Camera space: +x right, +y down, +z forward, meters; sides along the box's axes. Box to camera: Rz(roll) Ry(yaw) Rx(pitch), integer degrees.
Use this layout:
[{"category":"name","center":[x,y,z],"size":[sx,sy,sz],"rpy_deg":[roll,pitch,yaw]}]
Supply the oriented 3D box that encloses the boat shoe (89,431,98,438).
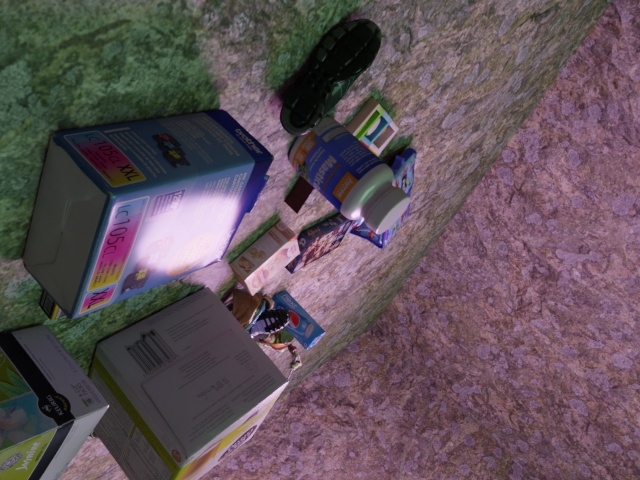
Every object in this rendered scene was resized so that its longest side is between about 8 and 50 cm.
[{"category":"boat shoe","center":[-0.557,0.481,1.629],"size":[0.183,0.066,0.066],"rpy_deg":[-41,127,-10]}]

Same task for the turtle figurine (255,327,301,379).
[{"category":"turtle figurine","center":[-0.174,0.426,2.239],"size":[0.274,0.197,0.266],"rpy_deg":[-43,160,-22]}]

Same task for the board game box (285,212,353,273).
[{"category":"board game box","center":[0.000,0.000,1.925],"size":[0.243,0.042,0.165],"rpy_deg":[-29,156,-43]}]

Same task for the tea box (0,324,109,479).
[{"category":"tea box","center":[-0.606,0.356,1.000],"size":[0.329,0.220,0.323],"rpy_deg":[-52,163,21]}]

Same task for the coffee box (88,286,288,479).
[{"category":"coffee box","center":[-0.348,0.395,1.498],"size":[0.337,0.338,0.334],"rpy_deg":[-27,156,-45]}]

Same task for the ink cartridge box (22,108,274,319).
[{"category":"ink cartridge box","center":[-0.256,-0.063,0.996],"size":[0.395,0.151,0.270],"rpy_deg":[-27,155,-51]}]

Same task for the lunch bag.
[{"category":"lunch bag","center":[0.224,-0.161,1.950],"size":[0.221,0.138,0.293],"rpy_deg":[-47,157,-43]}]

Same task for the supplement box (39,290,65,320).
[{"category":"supplement box","center":[-0.455,0.101,1.073],"size":[0.083,0.043,0.055],"rpy_deg":[-22,151,-52]}]

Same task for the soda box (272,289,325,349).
[{"category":"soda box","center":[-0.085,0.276,2.069],"size":[0.071,0.210,0.067],"rpy_deg":[-19,149,-56]}]

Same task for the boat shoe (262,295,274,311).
[{"category":"boat shoe","center":[-0.179,0.212,1.989],"size":[0.045,0.050,0.135],"rpy_deg":[-40,173,-28]}]

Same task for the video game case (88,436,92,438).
[{"category":"video game case","center":[-0.573,0.509,1.770],"size":[0.206,0.026,0.227],"rpy_deg":[-43,163,-9]}]

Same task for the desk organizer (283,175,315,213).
[{"category":"desk organizer","center":[-0.034,-0.133,1.520],"size":[0.047,0.050,0.130],"rpy_deg":[-19,149,-56]}]

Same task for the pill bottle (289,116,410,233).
[{"category":"pill bottle","center":[0.070,-0.144,1.358],"size":[0.152,0.272,0.152],"rpy_deg":[-41,162,-16]}]

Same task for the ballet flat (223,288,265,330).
[{"category":"ballet flat","center":[-0.291,0.281,1.743],"size":[0.343,0.124,0.116],"rpy_deg":[-58,-171,16]}]

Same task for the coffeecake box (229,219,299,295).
[{"category":"coffeecake box","center":[-0.150,0.050,1.639],"size":[0.185,0.068,0.142],"rpy_deg":[-42,162,-13]}]

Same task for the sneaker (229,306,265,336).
[{"category":"sneaker","center":[-0.252,0.316,1.878],"size":[0.129,0.147,0.330],"rpy_deg":[-20,149,-55]}]

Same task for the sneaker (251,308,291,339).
[{"category":"sneaker","center":[-0.188,0.280,1.979],"size":[0.234,0.078,0.106],"rpy_deg":[-26,171,21]}]

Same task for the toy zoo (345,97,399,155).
[{"category":"toy zoo","center":[0.122,-0.266,1.619],"size":[0.192,0.030,0.293],"rpy_deg":[-48,163,9]}]

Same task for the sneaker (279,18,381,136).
[{"category":"sneaker","center":[0.014,-0.322,1.170],"size":[0.267,0.101,0.106],"rpy_deg":[-48,-175,4]}]
